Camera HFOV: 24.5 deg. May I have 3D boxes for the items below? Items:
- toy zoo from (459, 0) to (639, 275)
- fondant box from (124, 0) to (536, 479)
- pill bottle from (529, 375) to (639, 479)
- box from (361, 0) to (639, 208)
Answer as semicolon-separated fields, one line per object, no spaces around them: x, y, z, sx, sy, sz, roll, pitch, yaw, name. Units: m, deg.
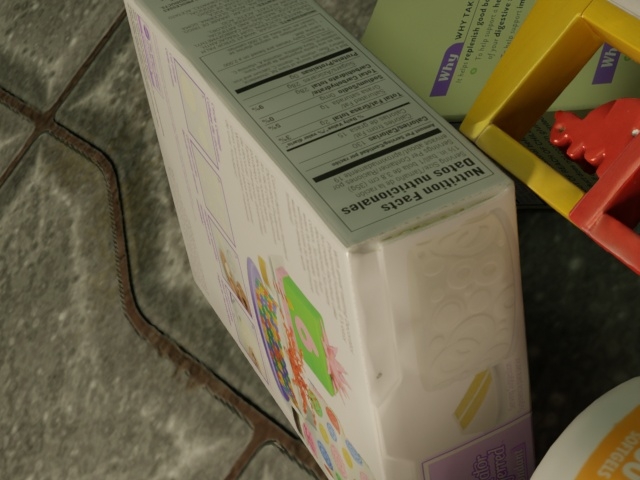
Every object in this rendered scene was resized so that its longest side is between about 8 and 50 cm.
0.186;-0.072;0.663;0.192;0.030;0.293;-51;44;4;toy zoo
0.000;0.000;0.866;0.096;0.238;0.330;-21;38;-14;fondant box
0.210;0.167;0.534;0.278;0.162;0.162;23;78;39;pill bottle
0.161;-0.137;0.920;0.243;0.117;0.213;0;62;42;box
